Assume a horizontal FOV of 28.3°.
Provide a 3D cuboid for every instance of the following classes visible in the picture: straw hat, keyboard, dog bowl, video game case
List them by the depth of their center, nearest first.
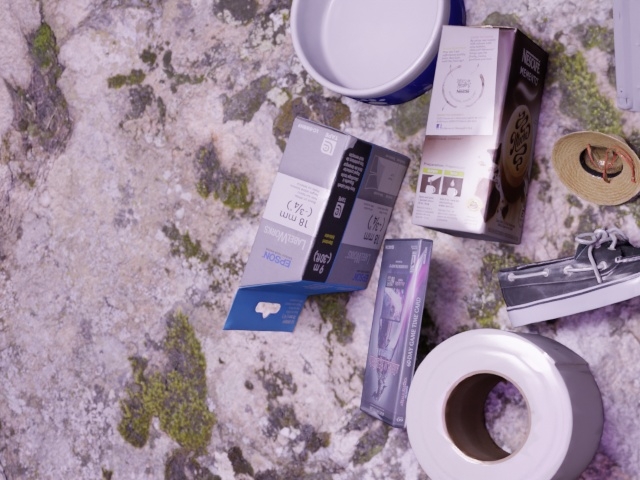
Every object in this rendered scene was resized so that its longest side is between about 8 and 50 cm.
[{"bbox_3d":[0.443,-0.277,1.761,0.072,0.256,0.014,9,48,24],"label":"keyboard"},{"bbox_3d":[0.412,-0.121,1.835,0.144,0.144,0.061,17,51,28],"label":"straw hat"},{"bbox_3d":[0.112,0.133,1.906,0.026,0.196,0.274,10,88,-12],"label":"video game case"},{"bbox_3d":[0.091,-0.350,2.006,0.265,0.104,0.265,-4,82,27],"label":"dog bowl"}]

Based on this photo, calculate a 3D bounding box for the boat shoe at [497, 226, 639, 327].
[{"bbox_3d":[0.397,0.036,1.799,0.306,0.113,0.105,-19,89,34],"label":"boat shoe"}]

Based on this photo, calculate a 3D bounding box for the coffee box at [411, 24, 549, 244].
[{"bbox_3d":[0.239,-0.153,1.871,0.119,0.168,0.297,8,88,28],"label":"coffee box"}]

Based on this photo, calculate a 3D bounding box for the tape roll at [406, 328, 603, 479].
[{"bbox_3d":[0.264,0.250,1.811,0.246,0.169,0.246,-3,83,28],"label":"tape roll"}]

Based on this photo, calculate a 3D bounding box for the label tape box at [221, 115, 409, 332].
[{"bbox_3d":[0.000,0.000,1.937,0.106,0.240,0.334,21,94,26],"label":"label tape box"}]
